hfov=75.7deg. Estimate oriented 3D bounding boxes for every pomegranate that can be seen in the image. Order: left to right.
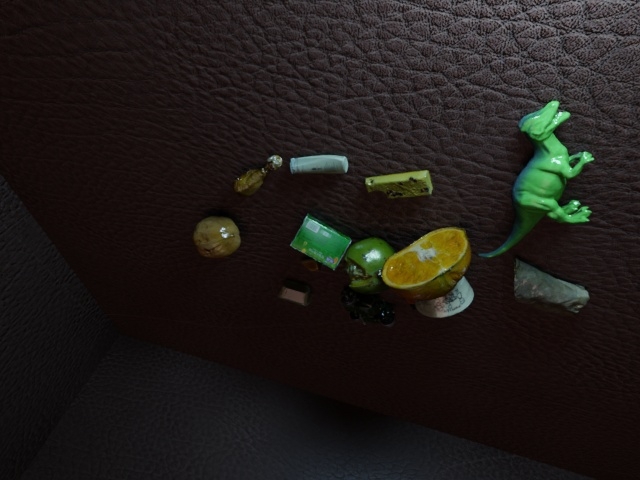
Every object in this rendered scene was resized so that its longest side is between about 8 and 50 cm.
[{"bbox_3d":[0.185,0.099,1.703,0.236,0.236,0.301,42,167,-24],"label":"pomegranate"}]

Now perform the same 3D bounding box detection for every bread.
[{"bbox_3d":[-0.044,0.113,1.923,0.103,0.049,0.062,-8,98,33],"label":"bread"},{"bbox_3d":[0.269,-0.190,1.435,0.226,0.049,0.088,-4,135,29],"label":"bread"}]

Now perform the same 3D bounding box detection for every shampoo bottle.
[{"bbox_3d":[-0.007,-0.268,1.472,0.212,0.049,0.072,0,141,25],"label":"shampoo bottle"}]

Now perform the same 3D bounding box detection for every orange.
[{"bbox_3d":[0.382,0.091,1.487,0.309,0.274,0.274,-7,145,-18],"label":"orange"}]

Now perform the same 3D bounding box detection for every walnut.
[{"bbox_3d":[-0.468,-0.015,1.868,0.221,0.195,0.195,-3,135,33],"label":"walnut"}]

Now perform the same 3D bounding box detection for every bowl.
[{"bbox_3d":[0.478,0.186,1.648,0.237,0.238,0.126,-10,116,33],"label":"bowl"}]

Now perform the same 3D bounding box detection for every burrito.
[{"bbox_3d":[0.844,0.196,1.577,0.347,0.107,0.175,23,128,-5],"label":"burrito"}]

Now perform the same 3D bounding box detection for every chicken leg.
[{"bbox_3d":[-0.240,-0.245,1.573,0.251,0.107,0.087,-29,103,35],"label":"chicken leg"}]

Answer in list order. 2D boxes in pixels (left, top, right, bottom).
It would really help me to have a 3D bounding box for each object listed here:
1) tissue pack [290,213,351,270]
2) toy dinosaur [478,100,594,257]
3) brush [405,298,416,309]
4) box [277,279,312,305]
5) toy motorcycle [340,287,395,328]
[{"bbox_3d":[0.000,0.002,1.715,0.208,0.156,0.148,29,97,-5],"label":"tissue pack"},{"bbox_3d":[0.598,-0.138,1.277,0.374,0.144,0.500,40,133,-14],"label":"toy dinosaur"},{"bbox_3d":[0.404,0.207,1.833,0.070,0.051,0.323,5,142,29],"label":"brush"},{"bbox_3d":[-0.130,0.272,2.111,0.177,0.111,0.111,17,141,6],"label":"box"},{"bbox_3d":[0.224,0.318,1.991,0.275,0.127,0.205,2,137,33],"label":"toy motorcycle"}]
